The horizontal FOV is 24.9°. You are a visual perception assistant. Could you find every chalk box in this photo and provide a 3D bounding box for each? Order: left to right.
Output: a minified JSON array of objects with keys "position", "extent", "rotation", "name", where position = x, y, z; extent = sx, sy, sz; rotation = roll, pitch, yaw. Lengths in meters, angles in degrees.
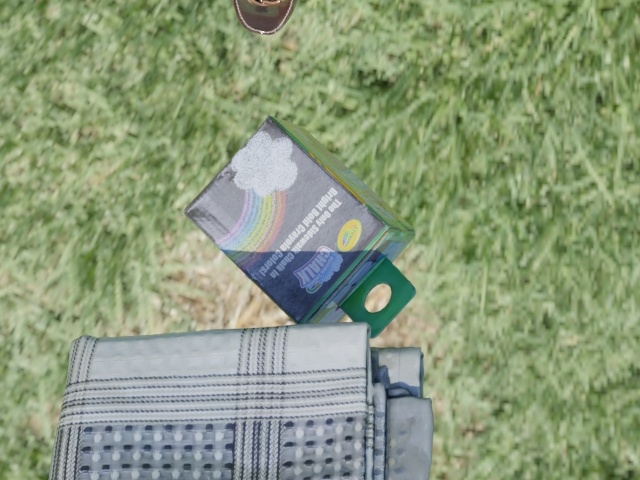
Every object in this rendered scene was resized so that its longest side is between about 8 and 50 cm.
[{"position":[0.000,0.000,1.407],"extent":[0.213,0.132,0.132],"rotation":[44,99,11],"name":"chalk box"}]

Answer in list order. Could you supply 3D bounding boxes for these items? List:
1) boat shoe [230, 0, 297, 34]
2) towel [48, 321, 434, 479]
[{"position":[-0.050,-0.247,1.289],"extent":[0.073,0.073,0.207],"rotation":[4,148,-2],"name":"boat shoe"},{"position":[-0.070,0.213,1.185],"extent":[0.324,0.312,0.056],"rotation":[-1,149,7],"name":"towel"}]
